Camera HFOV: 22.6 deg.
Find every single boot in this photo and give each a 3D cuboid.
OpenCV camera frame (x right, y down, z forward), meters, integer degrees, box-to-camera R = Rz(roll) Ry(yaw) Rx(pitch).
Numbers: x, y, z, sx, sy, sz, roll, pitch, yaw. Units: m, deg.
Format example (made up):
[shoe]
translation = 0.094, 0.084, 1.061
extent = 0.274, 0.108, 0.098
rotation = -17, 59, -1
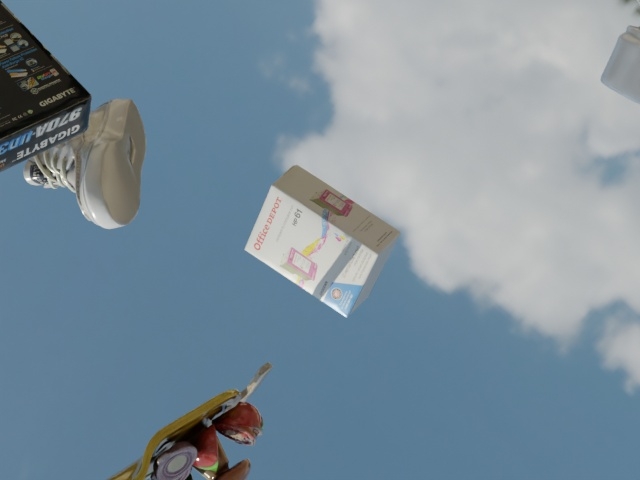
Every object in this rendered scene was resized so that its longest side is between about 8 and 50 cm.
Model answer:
[boot]
translation = -0.270, -0.075, 1.784
extent = 0.258, 0.123, 0.095
rotation = -88, -18, -66

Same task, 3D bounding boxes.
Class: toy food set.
[toy food set]
translation = -0.107, 0.198, 1.411
extent = 0.218, 0.128, 0.071
rotation = -29, -105, -43

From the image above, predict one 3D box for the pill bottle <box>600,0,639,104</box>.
[pill bottle]
translation = 0.326, -0.211, 1.144
extent = 0.161, 0.283, 0.161
rotation = 25, -168, -5

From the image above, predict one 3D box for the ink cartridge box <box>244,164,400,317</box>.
[ink cartridge box]
translation = 0.000, 0.000, 1.502
extent = 0.122, 0.089, 0.052
rotation = 34, -141, 12

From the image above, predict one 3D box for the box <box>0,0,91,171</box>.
[box]
translation = -0.344, -0.128, 1.439
extent = 0.220, 0.051, 0.175
rotation = -31, -116, -32
